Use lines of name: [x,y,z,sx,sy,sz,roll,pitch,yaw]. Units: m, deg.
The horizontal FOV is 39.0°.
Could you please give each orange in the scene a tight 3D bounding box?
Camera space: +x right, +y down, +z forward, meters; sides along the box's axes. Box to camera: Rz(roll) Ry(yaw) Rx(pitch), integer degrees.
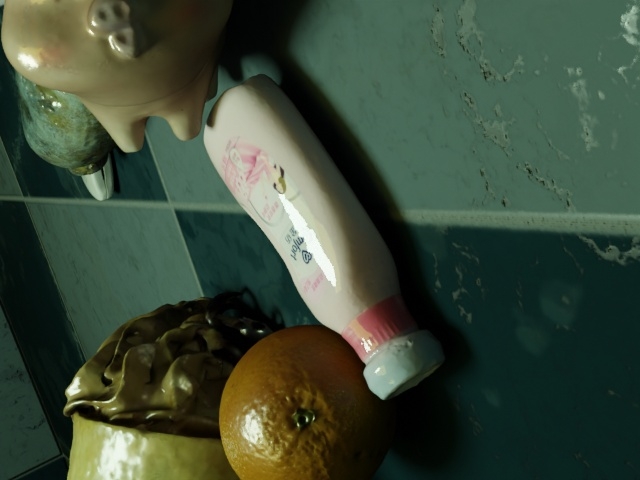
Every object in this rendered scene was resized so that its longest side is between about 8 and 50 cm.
orange: [-0.013,0.183,0.950,0.206,0.206,0.206,41,144,39]

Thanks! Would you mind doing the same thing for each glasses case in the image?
glasses case: [-0.380,-0.155,1.496,0.074,0.049,0.193,38,143,42]

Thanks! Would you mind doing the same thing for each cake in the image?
cake: [-0.159,0.222,1.181,0.332,0.332,0.321,-10,72,62]

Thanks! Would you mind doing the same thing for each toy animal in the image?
toy animal: [-0.181,-0.223,0.869,0.326,0.237,0.269,-111,2,-68]

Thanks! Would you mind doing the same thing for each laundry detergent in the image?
laundry detergent: [0.000,0.000,0.896,0.335,0.087,0.159,57,155,16]

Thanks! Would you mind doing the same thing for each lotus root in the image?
lotus root: [-0.352,-0.201,1.290,0.175,0.175,0.349,59,152,13]

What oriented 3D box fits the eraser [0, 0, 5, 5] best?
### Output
eraser: [-0.581,-0.522,1.551,0.204,0.059,0.243,17,129,56]
